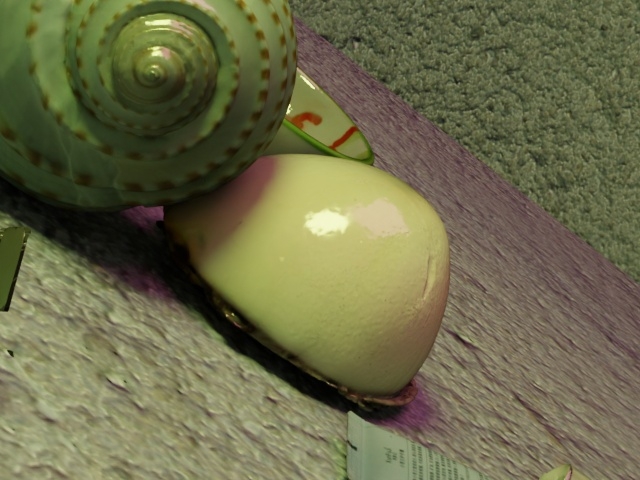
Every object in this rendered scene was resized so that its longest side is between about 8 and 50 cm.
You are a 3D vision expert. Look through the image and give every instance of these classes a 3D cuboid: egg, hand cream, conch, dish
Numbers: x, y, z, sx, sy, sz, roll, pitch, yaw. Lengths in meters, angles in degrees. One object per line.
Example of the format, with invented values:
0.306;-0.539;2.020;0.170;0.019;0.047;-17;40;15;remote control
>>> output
0.004;0.002;1.217;0.264;0.174;0.286;24;13;-47;egg
0.136;0.215;1.056;0.271;0.058;0.091;27;27;-12;hand cream
-0.168;-0.125;1.138;0.319;0.303;0.215;114;-37;-80;conch
-0.096;-0.154;1.631;0.324;0.124;0.324;38;15;-12;dish

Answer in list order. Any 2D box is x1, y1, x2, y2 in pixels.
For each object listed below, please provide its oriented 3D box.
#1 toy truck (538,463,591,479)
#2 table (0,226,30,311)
0.127;0.234;0.708;0.161;0.177;0.213;33;13;-10;toy truck
-0.282;-0.007;0.810;0.146;0.062;0.175;23;-14;-37;table
